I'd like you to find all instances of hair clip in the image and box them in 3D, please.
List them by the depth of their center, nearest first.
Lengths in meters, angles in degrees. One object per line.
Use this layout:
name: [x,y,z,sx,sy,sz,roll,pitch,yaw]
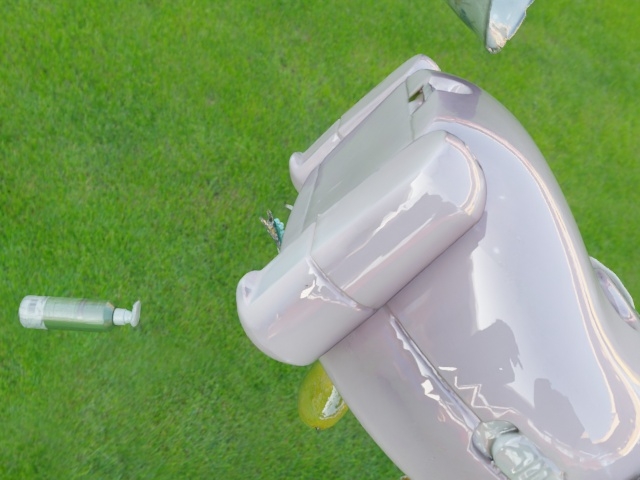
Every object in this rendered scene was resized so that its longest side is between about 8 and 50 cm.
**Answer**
hair clip: [-0.101,-0.005,1.742,0.049,0.173,0.049,-12,41,11]

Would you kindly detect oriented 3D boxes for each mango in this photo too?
mango: [0.019,0.296,1.453,0.085,0.122,0.191,28,86,-33]

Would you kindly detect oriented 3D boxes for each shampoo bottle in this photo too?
shampoo bottle: [-0.424,0.130,1.259,0.204,0.065,0.065,3,61,4]

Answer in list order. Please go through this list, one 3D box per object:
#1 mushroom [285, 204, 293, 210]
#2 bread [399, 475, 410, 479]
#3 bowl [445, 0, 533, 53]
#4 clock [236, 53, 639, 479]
mushroom: [0.002,0.001,1.536,0.043,0.306,0.068,23,96,-40]
bread: [0.233,0.439,1.104,0.119,0.288,0.153,-17,87,-25]
bowl: [0.200,-0.393,0.830,0.146,0.313,0.313,25,53,16]
clock: [0.123,0.054,0.490,0.326,0.184,0.342,48,25,-15]
